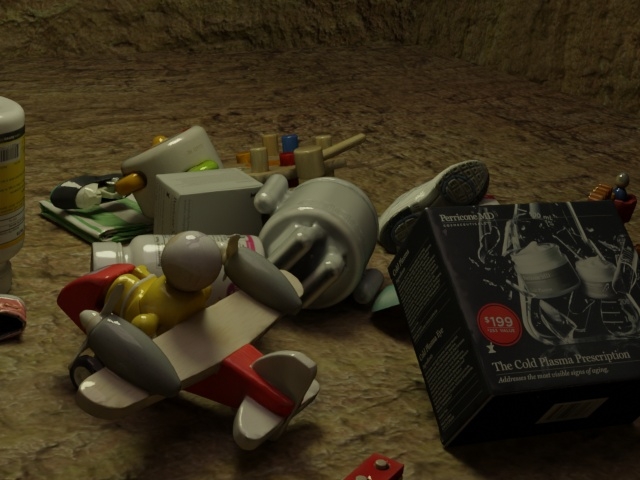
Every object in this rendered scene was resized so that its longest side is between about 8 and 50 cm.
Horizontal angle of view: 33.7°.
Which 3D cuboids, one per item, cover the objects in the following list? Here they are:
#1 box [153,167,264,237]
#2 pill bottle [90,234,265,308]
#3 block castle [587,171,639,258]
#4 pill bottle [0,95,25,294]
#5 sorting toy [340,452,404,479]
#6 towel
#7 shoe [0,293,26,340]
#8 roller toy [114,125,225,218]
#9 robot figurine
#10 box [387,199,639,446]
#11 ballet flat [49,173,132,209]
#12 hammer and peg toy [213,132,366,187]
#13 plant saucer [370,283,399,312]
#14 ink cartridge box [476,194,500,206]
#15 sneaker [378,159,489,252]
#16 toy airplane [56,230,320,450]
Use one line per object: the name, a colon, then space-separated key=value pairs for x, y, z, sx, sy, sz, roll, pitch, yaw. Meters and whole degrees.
box: x=-0.217 y=-0.033 z=2.028 sx=0.182 sy=0.181 sz=0.119 roll=-8 pitch=24 yaw=-32
pill bottle: x=-0.242 y=0.070 z=1.783 sx=0.283 sy=0.160 sz=0.160 roll=0 pitch=22 yaw=-14
block castle: x=0.639 y=0.022 z=2.080 sx=0.303 sy=0.213 sz=0.453 roll=15 pitch=23 yaw=22
pill bottle: x=-0.602 y=-0.072 z=1.810 sx=0.187 sy=0.334 sz=0.188 roll=6 pitch=21 yaw=-2
sorting toy: x=0.078 y=0.356 z=1.226 sx=0.257 sy=0.089 sz=0.255 roll=18 pitch=24 yaw=28
towel: x=-0.404 y=-0.065 z=2.263 sx=0.248 sy=0.038 sz=0.324 roll=23 pitch=27 yaw=40
shoe: x=-0.562 y=0.120 z=1.699 sx=0.178 sy=0.063 sz=0.081 roll=3 pitch=16 yaw=-20
roller toy: x=-0.303 y=-0.145 z=2.157 sx=0.209 sy=0.146 sz=0.191 roll=-24 pitch=11 yaw=11
robot figurine: x=0.000 y=0.000 z=1.978 sx=0.300 sy=0.200 sz=0.353 roll=47 pitch=22 yaw=-7
box: x=0.319 y=0.117 z=1.599 sx=0.343 sy=0.179 sz=0.313 roll=-3 pitch=57 yaw=-22
ballet flat: x=-0.465 y=-0.101 z=2.197 sx=0.074 sy=0.074 sz=0.203 roll=19 pitch=21 yaw=30
hammer and peg toy: x=-0.074 y=-0.151 z=2.268 sx=0.266 sy=0.127 sz=0.361 roll=-16 pitch=16 yaw=-41
plant saucer: x=0.175 y=0.082 z=1.899 sx=0.195 sy=0.037 sz=0.195 roll=-20 pitch=-3 yaw=-1
ink cartridge box: x=0.359 y=-0.033 z=2.303 sx=0.056 sy=0.099 sz=0.135 roll=4 pitch=20 yaw=-7
sneaker: x=0.231 y=-0.089 z=2.284 sx=0.297 sy=0.111 sz=0.129 roll=-31 pitch=22 yaw=-12
toy airplane: x=-0.172 y=0.124 z=1.507 sx=0.384 sy=0.272 sz=0.386 roll=0 pitch=21 yaw=-17
